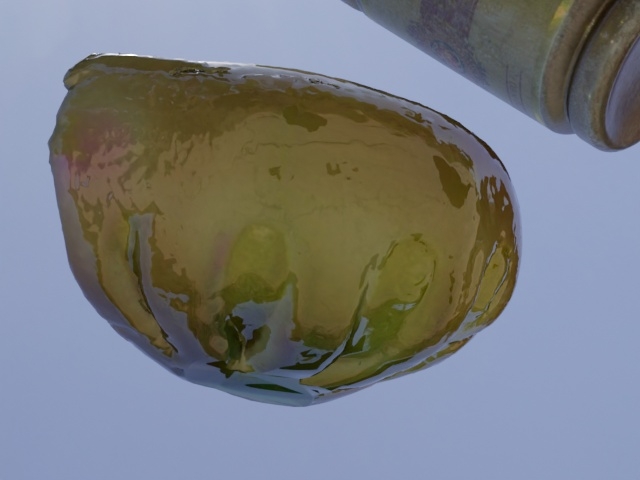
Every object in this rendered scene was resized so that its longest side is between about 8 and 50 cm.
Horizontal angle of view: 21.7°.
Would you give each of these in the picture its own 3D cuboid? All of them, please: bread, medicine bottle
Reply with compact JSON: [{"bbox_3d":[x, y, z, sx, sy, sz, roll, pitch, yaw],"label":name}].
[{"bbox_3d":[-0.009,-0.003,0.814,0.260,0.156,0.158,11,-101,-15],"label":"bread"},{"bbox_3d":[0.118,-0.199,1.216,0.151,0.322,0.151,-36,-34,-29],"label":"medicine bottle"}]
